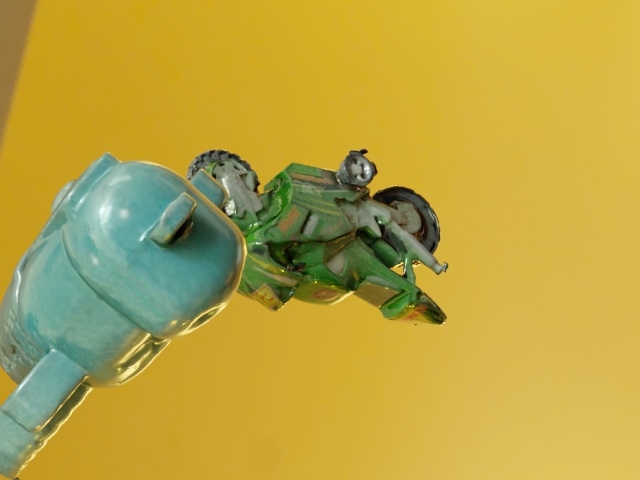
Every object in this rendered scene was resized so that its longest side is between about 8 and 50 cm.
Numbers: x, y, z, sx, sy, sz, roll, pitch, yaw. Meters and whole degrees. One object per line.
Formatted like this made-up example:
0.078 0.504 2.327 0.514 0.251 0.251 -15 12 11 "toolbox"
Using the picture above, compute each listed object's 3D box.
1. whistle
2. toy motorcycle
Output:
-0.114 0.027 0.791 0.093 0.274 0.186 41 -118 -6 "whistle"
0.000 0.000 0.994 0.190 0.074 0.106 11 -119 -30 "toy motorcycle"
